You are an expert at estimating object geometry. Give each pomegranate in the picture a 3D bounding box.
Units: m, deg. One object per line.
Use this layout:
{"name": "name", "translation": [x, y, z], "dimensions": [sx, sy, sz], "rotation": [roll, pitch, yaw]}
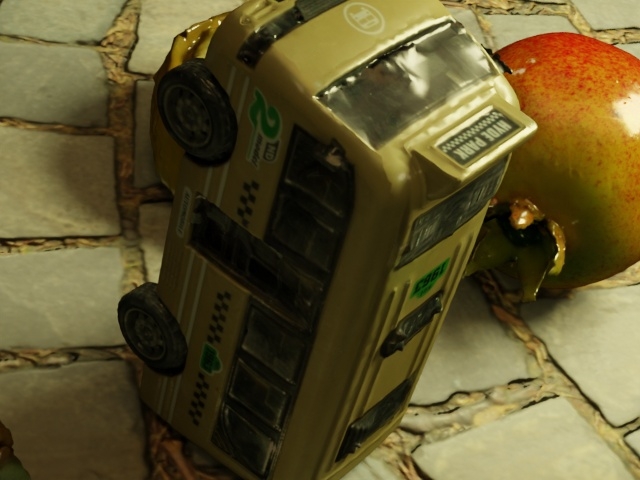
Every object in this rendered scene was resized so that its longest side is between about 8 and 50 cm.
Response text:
{"name": "pomegranate", "translation": [0.198, -0.057, 1.221], "dimensions": [0.221, 0.221, 0.256], "rotation": [20, 48, 8]}

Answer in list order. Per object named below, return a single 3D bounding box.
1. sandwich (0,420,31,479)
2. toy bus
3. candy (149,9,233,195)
{"name": "sandwich", "translation": [-0.321, 0.131, 0.946], "dimensions": [0.186, 0.108, 0.220], "rotation": [-24, 56, -35]}
{"name": "toy bus", "translation": [0.000, 0.000, 0.984], "dimensions": [0.202, 0.365, 0.177], "rotation": [38, 48, 21]}
{"name": "candy", "translation": [-0.026, -0.105, 1.281], "dimensions": [0.260, 0.118, 0.260], "rotation": [7, 44, -7]}
